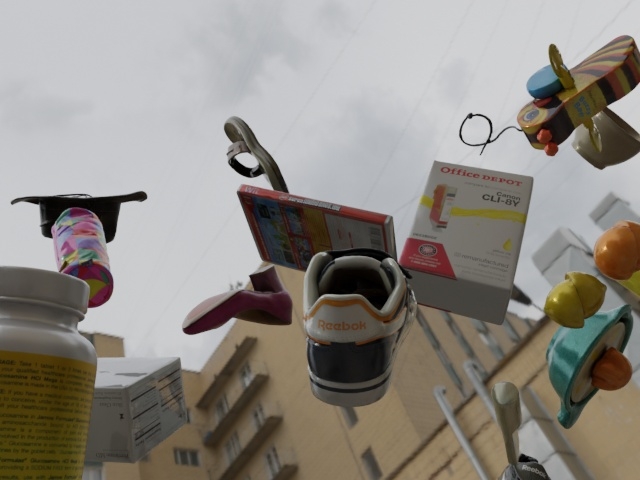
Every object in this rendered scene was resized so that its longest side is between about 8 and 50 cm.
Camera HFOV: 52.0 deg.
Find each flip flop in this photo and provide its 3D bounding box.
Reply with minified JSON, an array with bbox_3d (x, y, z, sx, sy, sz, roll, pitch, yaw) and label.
[{"bbox_3d":[-0.150,-0.167,1.367,0.080,0.277,0.112,-34,-41,-3],"label":"flip flop"}]

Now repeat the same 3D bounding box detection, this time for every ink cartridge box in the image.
[{"bbox_3d":[0.377,-0.009,1.702,0.279,0.385,0.160,12,-37,16],"label":"ink cartridge box"}]

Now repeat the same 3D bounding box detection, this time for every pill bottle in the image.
[{"bbox_3d":[-0.367,0.207,0.768,0.188,0.334,0.188,2,-19,1],"label":"pill bottle"}]

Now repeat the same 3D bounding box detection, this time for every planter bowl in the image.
[{"bbox_3d":[0.655,-0.233,1.519,0.162,0.162,0.109,17,-55,-34],"label":"planter bowl"}]

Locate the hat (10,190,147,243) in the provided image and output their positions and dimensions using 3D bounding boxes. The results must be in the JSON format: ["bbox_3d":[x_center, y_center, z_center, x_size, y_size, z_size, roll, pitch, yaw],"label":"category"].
[{"bbox_3d":[-0.600,-0.052,1.660,0.331,0.331,0.134,-4,-88,-20],"label":"hat"}]

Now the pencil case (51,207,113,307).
[{"bbox_3d":[-0.443,0.028,1.211,0.104,0.236,0.104,-11,-59,-18],"label":"pencil case"}]

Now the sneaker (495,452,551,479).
[{"bbox_3d":[0.321,0.406,1.039,0.078,0.234,0.106,25,-80,9],"label":"sneaker"}]

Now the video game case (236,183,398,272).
[{"bbox_3d":[0.000,0.000,1.177,0.285,0.025,0.204,13,-35,21],"label":"video game case"}]

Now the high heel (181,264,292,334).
[{"bbox_3d":[-0.196,0.205,1.705,0.127,0.181,0.377,-14,10,40],"label":"high heel"}]

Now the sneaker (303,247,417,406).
[{"bbox_3d":[0.053,0.062,0.793,0.126,0.321,0.127,-1,-72,8],"label":"sneaker"}]

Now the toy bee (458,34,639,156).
[{"bbox_3d":[0.389,-0.199,1.057,0.195,0.162,0.298,29,-58,-18],"label":"toy bee"}]

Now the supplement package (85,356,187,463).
[{"bbox_3d":[-0.433,0.328,1.299,0.261,0.204,0.145,-4,-85,17],"label":"supplement package"}]

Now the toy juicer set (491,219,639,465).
[{"bbox_3d":[0.302,0.128,0.744,0.329,0.089,0.209,-56,-38,0],"label":"toy juicer set"}]
